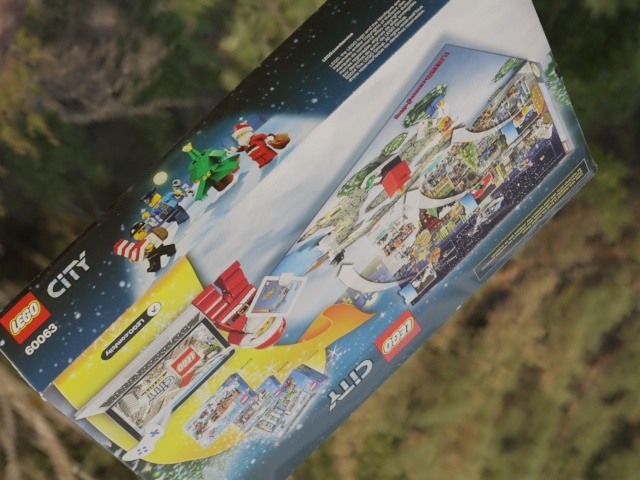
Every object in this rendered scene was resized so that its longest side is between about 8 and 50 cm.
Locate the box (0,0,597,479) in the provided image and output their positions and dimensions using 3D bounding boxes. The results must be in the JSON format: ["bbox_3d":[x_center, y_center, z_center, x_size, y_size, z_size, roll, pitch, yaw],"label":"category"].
[{"bbox_3d":[0.000,0.000,0.623,0.233,0.044,0.159,-44,145,-7],"label":"box"}]
